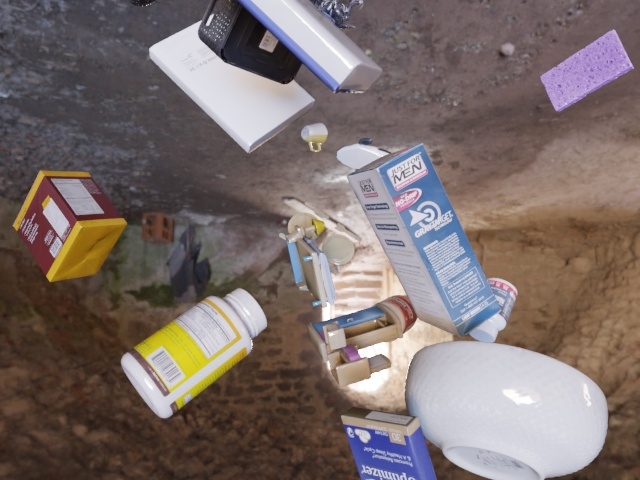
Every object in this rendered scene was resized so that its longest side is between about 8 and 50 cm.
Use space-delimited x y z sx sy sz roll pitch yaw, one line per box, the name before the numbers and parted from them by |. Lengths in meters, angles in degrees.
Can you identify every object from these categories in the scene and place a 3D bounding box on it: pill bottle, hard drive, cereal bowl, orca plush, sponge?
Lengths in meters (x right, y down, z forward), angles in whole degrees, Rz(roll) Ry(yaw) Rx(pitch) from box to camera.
pill bottle | 0.519 0.214 1.532 0.108 0.180 0.108 24 152 14
pill bottle | -0.192 0.168 0.801 0.215 0.117 0.117 -35 -170 -29
hard drive | -0.218 -0.405 1.268 0.233 0.353 0.047 -42 172 -27
cereal bowl | 0.300 0.315 0.864 0.339 0.141 0.339 16 146 11
orca plush | 0.209 -0.325 1.893 0.287 0.151 0.102 -7 -157 20
pill bottle | 0.231 0.234 1.564 0.121 0.121 0.221 -5 -179 26
hard drive | -0.068 -0.294 0.581 0.040 0.319 0.210 -46 -179 21
sponge | 0.724 -0.460 1.381 0.031 0.117 0.210 0 157 -45

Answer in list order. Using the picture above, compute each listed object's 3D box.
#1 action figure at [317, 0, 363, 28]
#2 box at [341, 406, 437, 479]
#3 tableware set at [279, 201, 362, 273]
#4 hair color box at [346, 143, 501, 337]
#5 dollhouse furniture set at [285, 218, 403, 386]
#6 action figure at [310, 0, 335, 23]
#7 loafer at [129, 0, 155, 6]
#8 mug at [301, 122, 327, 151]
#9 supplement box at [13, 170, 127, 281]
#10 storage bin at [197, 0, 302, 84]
action figure | 0.057 -0.780 1.621 0.164 0.275 0.141 18 -156 9
box | 0.122 0.378 0.796 0.136 0.225 0.037 -11 -169 45
tableware set | 0.000 0.000 1.341 0.194 0.128 0.039 34 159 10
hair color box | 0.194 0.000 0.972 0.105 0.347 0.174 -31 -170 -13
dollhouse furniture set | 0.066 0.106 1.139 0.198 0.303 0.286 -15 -165 -12
action figure | -0.049 -0.639 1.120 0.341 0.330 0.178 36 110 -26
loafer | -0.424 -0.755 1.196 0.134 0.130 0.366 -32 161 -55
mug | -0.019 -0.308 1.482 0.064 0.078 0.062 -14 155 -48
supplement box | -0.621 -0.038 1.247 0.191 0.194 0.129 -49 162 24
storage bin | -0.109 -0.369 0.899 0.180 0.084 0.122 1 129 -51
